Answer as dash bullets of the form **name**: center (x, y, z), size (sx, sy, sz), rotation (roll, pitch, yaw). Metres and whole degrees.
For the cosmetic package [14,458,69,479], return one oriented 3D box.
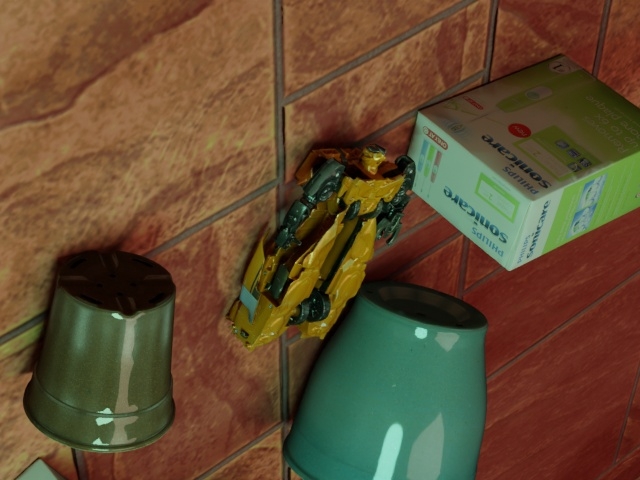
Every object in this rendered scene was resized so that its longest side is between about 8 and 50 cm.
- **cosmetic package**: center (-0.278, 0.412, 1.762), size (0.138, 0.224, 0.225), rotation (-43, 149, -9)

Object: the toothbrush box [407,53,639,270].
- **toothbrush box**: center (0.280, -0.107, 1.896), size (0.283, 0.206, 0.122), rotation (-24, 142, -33)

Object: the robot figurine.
- **robot figurine**: center (0.000, 0.000, 1.785), size (0.211, 0.085, 0.291), rotation (-5, 130, -49)

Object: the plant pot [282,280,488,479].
- **plant pot**: center (0.108, 0.200, 1.998), size (0.271, 0.271, 0.255), rotation (-3, 112, -50)

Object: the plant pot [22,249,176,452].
- **plant pot**: center (-0.227, 0.110, 1.567), size (0.167, 0.167, 0.165), rotation (-17, 130, -41)
